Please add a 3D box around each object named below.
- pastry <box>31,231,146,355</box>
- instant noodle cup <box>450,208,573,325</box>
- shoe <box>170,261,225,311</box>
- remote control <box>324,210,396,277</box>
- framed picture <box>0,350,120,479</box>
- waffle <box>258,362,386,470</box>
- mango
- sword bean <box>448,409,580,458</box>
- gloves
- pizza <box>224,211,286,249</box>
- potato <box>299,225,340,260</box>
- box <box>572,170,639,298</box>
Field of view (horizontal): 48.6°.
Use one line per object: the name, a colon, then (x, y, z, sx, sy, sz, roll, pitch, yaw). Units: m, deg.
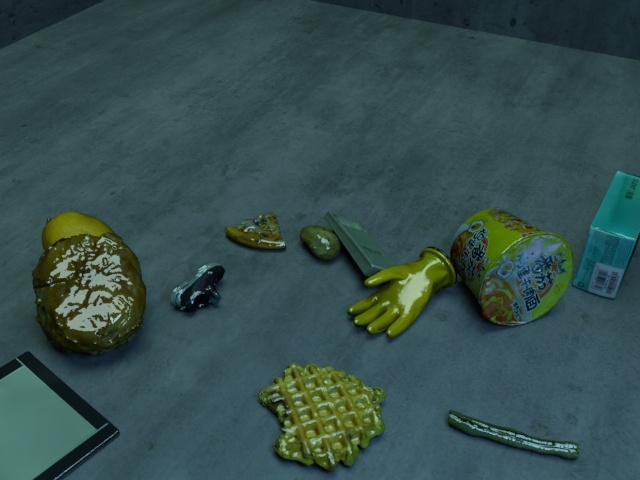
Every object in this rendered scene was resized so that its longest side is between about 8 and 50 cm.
pastry: (-0.537, 0.133, 1.662, 0.255, 0.162, 0.311, -9, 57, -13)
instant noodle cup: (0.458, 0.051, 1.750, 0.264, 0.264, 0.200, -12, 32, -16)
shoe: (-0.286, 0.127, 1.768, 0.099, 0.071, 0.169, 30, 50, 28)
remote control: (0.110, 0.014, 1.913, 0.123, 0.038, 0.285, 16, 24, -37)
framed picture: (-0.624, 0.384, 1.465, 0.347, 0.016, 0.265, 28, 45, 29)
waffle: (-0.004, 0.361, 1.484, 0.291, 0.051, 0.291, 2, 35, -1)
mango: (-0.616, 0.022, 1.860, 0.176, 0.119, 0.317, -29, 56, -37)
sword bean: (0.394, 0.401, 1.456, 0.269, 0.038, 0.043, 12, 64, 13)
gloves: (0.198, 0.137, 1.749, 0.294, 0.116, 0.133, -33, 42, -28)
pizza: (-0.155, -0.033, 2.000, 0.184, 0.036, 0.176, 21, 42, 23)
potato: (0.000, 0.000, 1.933, 0.091, 0.070, 0.138, -5, 36, -39)
box: (0.781, -0.020, 1.875, 0.118, 0.205, 0.311, 22, 42, 22)
